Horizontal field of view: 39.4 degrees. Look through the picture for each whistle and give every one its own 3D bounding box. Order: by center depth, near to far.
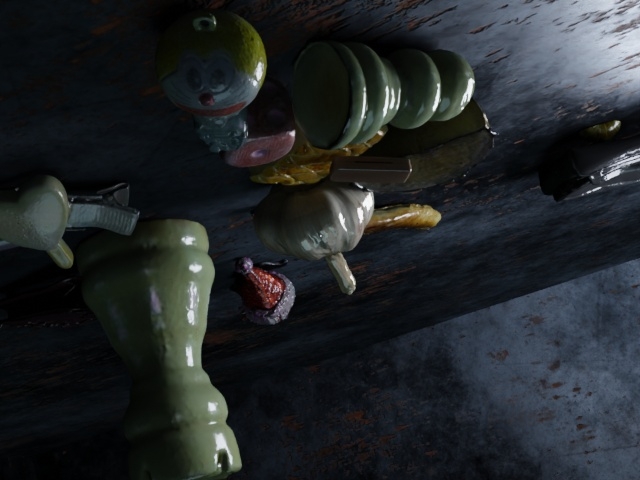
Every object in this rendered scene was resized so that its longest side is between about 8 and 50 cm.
[{"bbox_3d":[-0.116,-0.163,0.985,0.123,0.123,0.223,-13,149,-8],"label":"whistle"}]

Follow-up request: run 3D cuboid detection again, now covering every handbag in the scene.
[{"bbox_3d":[-0.483,0.120,1.701,0.216,0.074,0.203,-13,169,25],"label":"handbag"},{"bbox_3d":[0.577,-0.153,1.730,0.275,0.088,0.244,-13,172,-3],"label":"handbag"}]

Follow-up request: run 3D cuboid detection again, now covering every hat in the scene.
[{"bbox_3d":[-0.146,0.096,1.956,0.140,0.129,0.227,-3,150,18],"label":"hat"}]

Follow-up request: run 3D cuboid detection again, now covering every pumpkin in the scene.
[{"bbox_3d":[0.527,-0.200,1.679,0.083,0.028,0.050,-11,166,-2],"label":"pumpkin"}]

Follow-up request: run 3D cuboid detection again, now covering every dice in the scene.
[{"bbox_3d":[-0.088,-0.152,1.147,0.093,0.091,0.094,-10,164,-18],"label":"dice"}]

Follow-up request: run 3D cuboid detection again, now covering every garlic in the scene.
[{"bbox_3d":[0.000,0.000,1.473,0.199,0.226,0.199,-15,-154,8],"label":"garlic"}]

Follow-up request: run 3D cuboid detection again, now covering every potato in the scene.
[{"bbox_3d":[0.166,-0.148,1.363,0.243,0.098,0.138,-17,156,30],"label":"potato"}]

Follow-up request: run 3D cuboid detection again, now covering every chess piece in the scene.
[{"bbox_3d":[0.096,-0.192,1.145,0.243,0.133,0.133,-10,164,-34],"label":"chess piece"},{"bbox_3d":[-0.265,0.200,1.534,0.234,0.442,0.234,-14,163,-4],"label":"chess piece"}]

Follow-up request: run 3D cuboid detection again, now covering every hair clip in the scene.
[{"bbox_3d":[-0.377,-0.030,1.289,0.218,0.071,0.159,-1,128,-30],"label":"hair clip"}]

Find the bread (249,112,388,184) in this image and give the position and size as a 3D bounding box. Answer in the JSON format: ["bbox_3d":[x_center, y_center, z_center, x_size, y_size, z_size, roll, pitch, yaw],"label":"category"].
[{"bbox_3d":[-0.006,-0.141,1.302,0.125,0.068,0.188,-1,158,-42],"label":"bread"}]

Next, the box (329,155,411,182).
[{"bbox_3d":[0.072,-0.103,1.294,0.115,0.025,0.048,1,160,-9],"label":"box"}]

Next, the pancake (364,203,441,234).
[{"bbox_3d":[0.100,-0.019,1.835,0.244,0.057,0.266,-25,163,31],"label":"pancake"}]

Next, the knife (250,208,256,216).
[{"bbox_3d":[-0.012,-0.072,1.633,0.247,0.018,0.035,-12,161,-22],"label":"knife"}]

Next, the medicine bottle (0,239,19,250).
[{"bbox_3d":[-0.462,-0.016,1.321,0.199,0.058,0.057,-12,164,-8],"label":"medicine bottle"}]
